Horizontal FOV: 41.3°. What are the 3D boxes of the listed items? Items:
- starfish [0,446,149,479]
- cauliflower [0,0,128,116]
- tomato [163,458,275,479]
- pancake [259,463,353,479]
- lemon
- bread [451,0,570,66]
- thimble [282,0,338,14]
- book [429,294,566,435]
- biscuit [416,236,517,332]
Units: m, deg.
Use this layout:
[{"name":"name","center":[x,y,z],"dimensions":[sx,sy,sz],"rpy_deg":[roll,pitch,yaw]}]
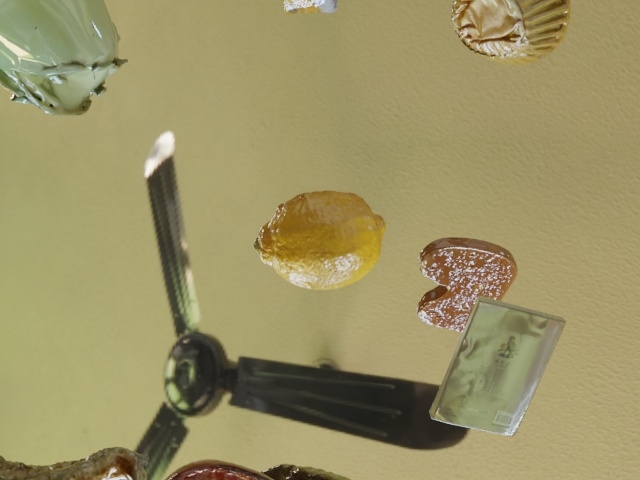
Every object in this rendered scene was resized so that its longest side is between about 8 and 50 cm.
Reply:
[{"name":"starfish","center":[-0.241,0.128,0.522],"dimensions":[0.094,0.327,0.375],"rpy_deg":[-46,-121,4]},{"name":"cauliflower","center":[-0.202,-0.190,0.406],"dimensions":[0.327,0.281,0.260],"rpy_deg":[-54,-166,-2]},{"name":"tomato","center":[-0.112,0.340,0.903],"dimensions":[0.101,0.228,0.228],"rpy_deg":[-4,-105,66]},{"name":"pancake","center":[0.011,0.489,1.181],"dimensions":[0.427,0.067,0.304],"rpy_deg":[11,-99,51]},{"name":"lemon","center":[0.000,0.000,1.180],"dimensions":[0.187,0.142,0.142],"rpy_deg":[-7,-110,-1]},{"name":"bread","center":[0.345,-0.427,1.577],"dimensions":[0.240,0.139,0.240],"rpy_deg":[39,-31,29]},{"name":"thimble","center":[-0.025,-0.524,1.673],"dimensions":[0.118,0.127,0.151],"rpy_deg":[-4,-110,2]},{"name":"book","center":[0.252,0.184,1.216],"dimensions":[0.016,0.138,0.198],"rpy_deg":[-108,-145,-69]},{"name":"biscuit","center":[0.225,0.073,1.417],"dimensions":[0.036,0.186,0.192],"rpy_deg":[-107,-145,-46]}]
